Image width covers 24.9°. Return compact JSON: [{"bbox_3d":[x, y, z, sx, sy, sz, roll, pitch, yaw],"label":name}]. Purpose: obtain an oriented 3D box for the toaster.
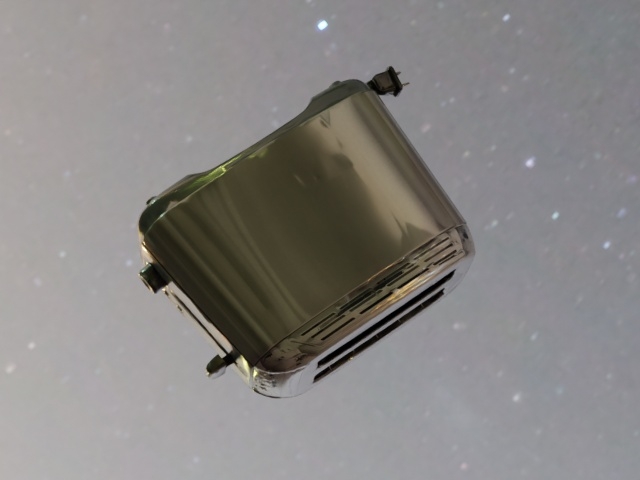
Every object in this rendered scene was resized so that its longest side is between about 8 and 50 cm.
[{"bbox_3d":[0.000,0.000,0.963,0.146,0.227,0.129,54,-16,12],"label":"toaster"}]
